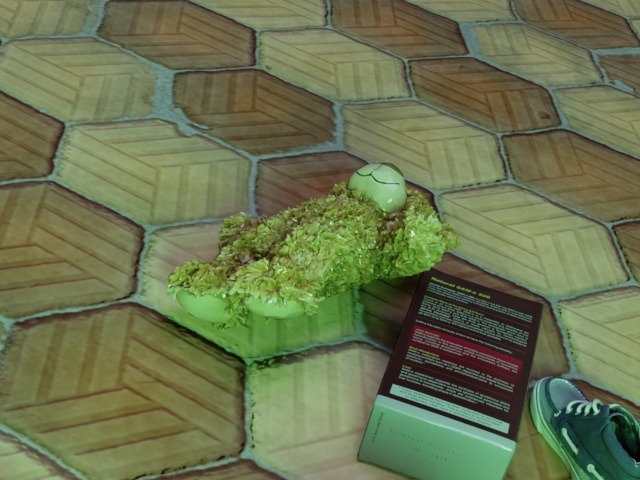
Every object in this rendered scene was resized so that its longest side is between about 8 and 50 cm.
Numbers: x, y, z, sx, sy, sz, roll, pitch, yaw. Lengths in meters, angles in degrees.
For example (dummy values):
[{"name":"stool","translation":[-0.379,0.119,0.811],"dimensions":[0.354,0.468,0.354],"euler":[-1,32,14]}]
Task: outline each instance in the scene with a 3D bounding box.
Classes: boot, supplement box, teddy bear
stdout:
[{"name":"boot","translation":[0.255,0.171,1.087],"dimensions":[0.069,0.086,0.190],"euler":[2,35,-18]},{"name":"supplement box","translation":[0.128,0.128,1.116],"dimensions":[0.130,0.073,0.239],"euler":[19,33,7]},{"name":"teddy bear","translation":[0.000,0.000,1.181],"dimensions":[0.338,0.113,0.245],"euler":[-19,8,-30]}]
